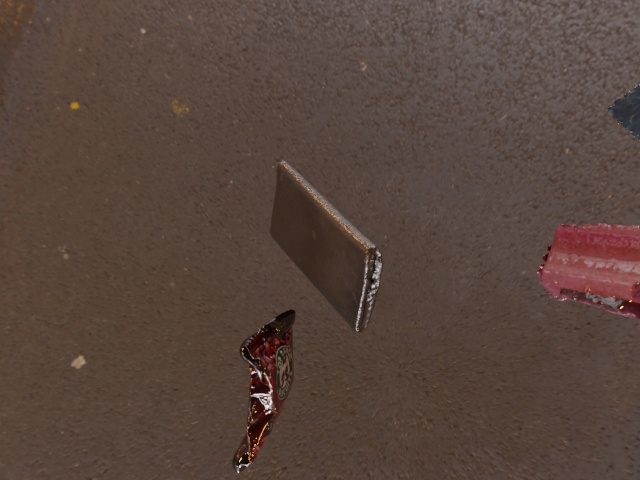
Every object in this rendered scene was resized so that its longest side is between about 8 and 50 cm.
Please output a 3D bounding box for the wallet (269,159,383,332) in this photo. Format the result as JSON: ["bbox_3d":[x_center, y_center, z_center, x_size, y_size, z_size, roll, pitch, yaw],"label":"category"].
[{"bbox_3d":[0.000,0.000,0.990,0.044,0.170,0.321,-13,38,-27],"label":"wallet"}]

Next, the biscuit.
[{"bbox_3d":[-0.085,0.235,0.892,0.063,0.151,0.235,10,106,10],"label":"biscuit"}]

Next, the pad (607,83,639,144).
[{"bbox_3d":[0.655,-0.197,0.919,0.269,0.012,0.269,-36,68,2],"label":"pad"}]

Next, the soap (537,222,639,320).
[{"bbox_3d":[0.408,0.052,0.728,0.182,0.289,0.112,20,87,-28],"label":"soap"}]
